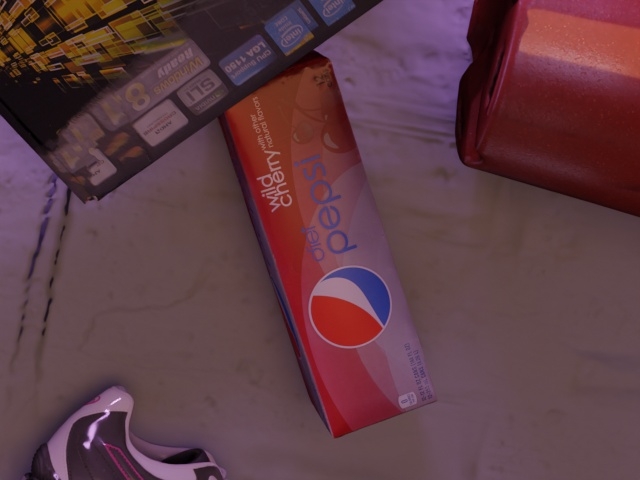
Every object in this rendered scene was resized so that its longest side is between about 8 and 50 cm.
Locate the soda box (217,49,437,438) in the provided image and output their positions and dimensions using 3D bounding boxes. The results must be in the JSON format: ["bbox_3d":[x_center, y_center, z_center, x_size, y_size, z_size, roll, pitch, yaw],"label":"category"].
[{"bbox_3d":[0.000,0.000,1.390,0.083,0.092,0.263,-20,104,-5],"label":"soda box"}]

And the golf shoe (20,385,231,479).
[{"bbox_3d":[-0.087,0.221,1.411,0.273,0.105,0.120,38,84,-16],"label":"golf shoe"}]

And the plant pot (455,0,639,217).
[{"bbox_3d":[0.243,-0.125,1.343,0.265,0.272,0.272,12,98,-5],"label":"plant pot"}]

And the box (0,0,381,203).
[{"bbox_3d":[-0.086,-0.247,1.217,0.395,0.097,0.318,-34,132,6],"label":"box"}]
